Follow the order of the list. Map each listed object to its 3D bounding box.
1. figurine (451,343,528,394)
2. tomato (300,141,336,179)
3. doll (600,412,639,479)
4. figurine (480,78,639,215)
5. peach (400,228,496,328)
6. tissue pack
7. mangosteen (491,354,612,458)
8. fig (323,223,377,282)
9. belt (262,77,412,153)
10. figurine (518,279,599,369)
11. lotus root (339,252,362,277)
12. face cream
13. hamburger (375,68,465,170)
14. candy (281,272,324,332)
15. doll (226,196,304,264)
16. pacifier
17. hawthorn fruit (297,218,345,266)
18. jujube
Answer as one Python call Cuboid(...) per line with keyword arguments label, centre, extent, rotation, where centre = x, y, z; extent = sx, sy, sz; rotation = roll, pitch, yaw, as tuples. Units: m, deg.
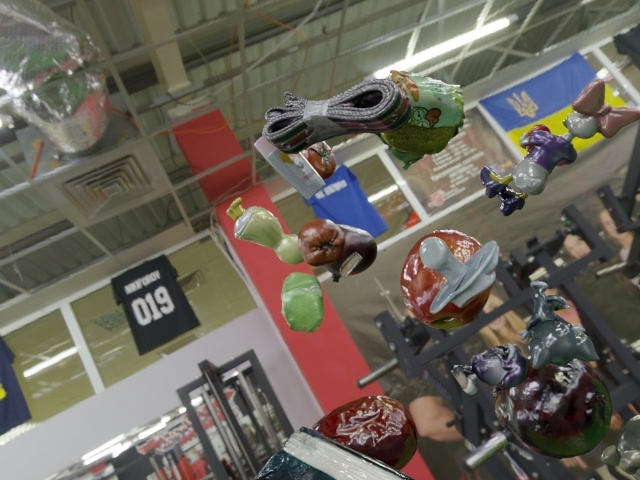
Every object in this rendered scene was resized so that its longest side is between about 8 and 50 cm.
Cuboid(label="figurine", centre=(0.535, 0.408, 1.501), extent=(0.222, 0.145, 0.145), rotation=(-34, -15, 23))
Cuboid(label="tomato", centre=(-0.032, -0.281, 1.684), extent=(0.168, 0.167, 0.167), rotation=(-29, -15, -8))
Cuboid(label="doll", centre=(0.917, 0.526, 1.187), extent=(0.253, 0.377, 0.382), rotation=(10, 7, -14))
Cuboid(label="figurine", centre=(0.601, -0.231, 1.265), extent=(0.420, 0.154, 0.193), rotation=(-52, 6, 37))
Cuboid(label="peach", centre=(0.465, 0.135, 1.765), extent=(0.290, 0.372, 0.372), rotation=(16, -38, -23))
Cuboid(label="tissue pack", centre=(0.076, 0.541, 0.849), extent=(0.417, 0.264, 0.253), rotation=(5, 41, 48))
Cuboid(label="mangosteen", centre=(0.840, 0.587, 1.748), extent=(0.381, 0.380, 0.421), rotation=(-30, -9, -4))
Cuboid(label="fig", centre=(0.092, 0.041, 1.761), extent=(0.235, 0.214, 0.235), rotation=(11, -16, 3))
Cuboid(label="belt", centre=(0.026, -0.270, 1.050), extent=(0.360, 0.126, 0.094), rotation=(1, -20, 38))
Cuboid(label="figurine", centre=(0.710, 0.250, 1.440), extent=(0.193, 0.264, 0.140), rotation=(1, -9, 4))
Cuboid(label="lotus root", centre=(0.087, 0.072, 1.418), extent=(0.083, 0.037, 0.030), rotation=(-51, -11, -2))
Cuboid(label="face cream", centre=(-0.075, -0.196, 1.226), extent=(0.084, 0.198, 0.057), rotation=(-47, 7, -31))
Cuboid(label="hamburger", centre=(0.227, -0.275, 1.147), extent=(0.125, 0.215, 0.235), rotation=(-85, 14, -67))
Cuboid(label="candy", centre=(-0.057, 0.183, 1.443), extent=(0.343, 0.132, 0.142), rotation=(-127, 51, -85))
Cuboid(label="doll", centre=(-0.146, -0.019, 1.430), extent=(0.141, 0.297, 0.117), rotation=(-34, 31, 60))
Cuboid(label="pacifier", centre=(0.364, 0.071, 1.331), extent=(0.227, 0.207, 0.279), rotation=(-51, -4, -43))
Cuboid(label="hawthorn fruit", centre=(0.000, 0.000, 1.313), extent=(0.133, 0.132, 0.138), rotation=(-29, 19, -9))
Cuboid(label="jujube", centre=(0.122, 0.569, 1.370), extent=(0.319, 0.222, 0.223), rotation=(-5, -25, -24))
